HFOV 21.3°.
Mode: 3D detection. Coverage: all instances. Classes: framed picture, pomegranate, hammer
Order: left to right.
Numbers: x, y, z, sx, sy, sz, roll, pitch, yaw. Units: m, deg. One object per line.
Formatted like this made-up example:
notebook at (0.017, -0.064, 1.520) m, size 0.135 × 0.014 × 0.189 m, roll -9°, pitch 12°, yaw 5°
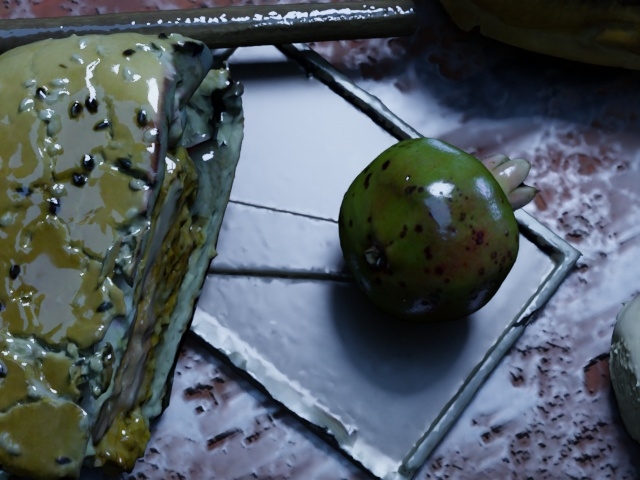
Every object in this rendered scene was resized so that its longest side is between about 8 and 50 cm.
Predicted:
hammer at (-0.119, -0.134, 1.081) m, size 0.365 × 0.111 × 0.044 m, roll -5°, pitch 73°, yaw -8°
framed picture at (0.000, 0.000, 1.091) m, size 0.281 × 0.019 × 0.209 m, roll 39°, pitch 73°, yaw 8°
pomegranate at (0.078, -0.012, 1.042) m, size 0.142 × 0.114 × 0.114 m, roll -30°, pitch 75°, yaw -40°

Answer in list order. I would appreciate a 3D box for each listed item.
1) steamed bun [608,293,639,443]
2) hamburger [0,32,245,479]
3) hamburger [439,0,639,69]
steamed bun at (0.241, 0.081, 1.047) m, size 0.112 × 0.091 × 0.130 m, roll -9°, pitch 72°, yaw -10°
hamburger at (-0.165, 0.008, 0.985) m, size 0.192 × 0.167 × 0.288 m, roll 13°, pitch 84°, yaw 4°
hamburger at (0.196, -0.256, 1.114) m, size 0.304 × 0.174 × 0.284 m, roll 10°, pitch 73°, yaw -2°
